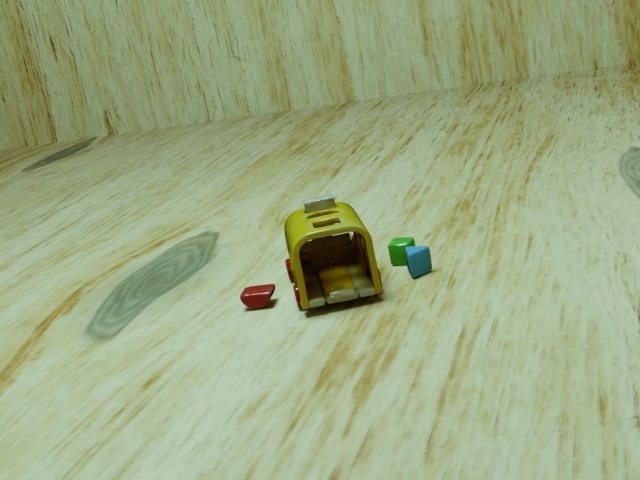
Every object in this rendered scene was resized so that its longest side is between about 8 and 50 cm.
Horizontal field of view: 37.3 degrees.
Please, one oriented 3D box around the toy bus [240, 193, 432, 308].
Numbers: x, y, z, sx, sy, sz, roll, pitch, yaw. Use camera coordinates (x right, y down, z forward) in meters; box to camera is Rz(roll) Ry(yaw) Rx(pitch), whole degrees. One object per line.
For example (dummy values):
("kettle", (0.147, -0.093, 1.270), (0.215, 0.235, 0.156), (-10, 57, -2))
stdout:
("toy bus", (0.007, 0.002, 1.097), (0.202, 0.104, 0.191), (3, 22, 38))
